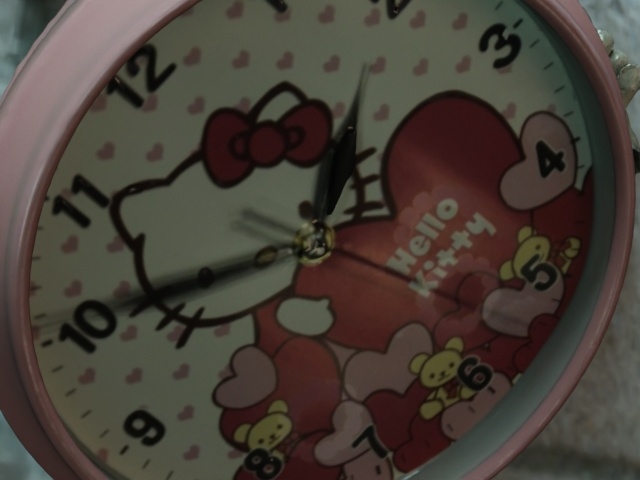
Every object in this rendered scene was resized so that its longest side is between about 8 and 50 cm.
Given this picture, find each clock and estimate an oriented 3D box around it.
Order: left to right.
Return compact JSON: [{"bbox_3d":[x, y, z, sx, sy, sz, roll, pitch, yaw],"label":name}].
[{"bbox_3d":[0.000,0.000,0.601,0.244,0.056,0.244,-9,116,-19],"label":"clock"}]

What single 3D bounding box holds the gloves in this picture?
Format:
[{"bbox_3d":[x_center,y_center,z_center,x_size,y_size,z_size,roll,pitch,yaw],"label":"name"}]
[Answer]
[{"bbox_3d":[0.121,-0.056,0.757,0.044,0.037,0.081,61,27,-56],"label":"gloves"}]
